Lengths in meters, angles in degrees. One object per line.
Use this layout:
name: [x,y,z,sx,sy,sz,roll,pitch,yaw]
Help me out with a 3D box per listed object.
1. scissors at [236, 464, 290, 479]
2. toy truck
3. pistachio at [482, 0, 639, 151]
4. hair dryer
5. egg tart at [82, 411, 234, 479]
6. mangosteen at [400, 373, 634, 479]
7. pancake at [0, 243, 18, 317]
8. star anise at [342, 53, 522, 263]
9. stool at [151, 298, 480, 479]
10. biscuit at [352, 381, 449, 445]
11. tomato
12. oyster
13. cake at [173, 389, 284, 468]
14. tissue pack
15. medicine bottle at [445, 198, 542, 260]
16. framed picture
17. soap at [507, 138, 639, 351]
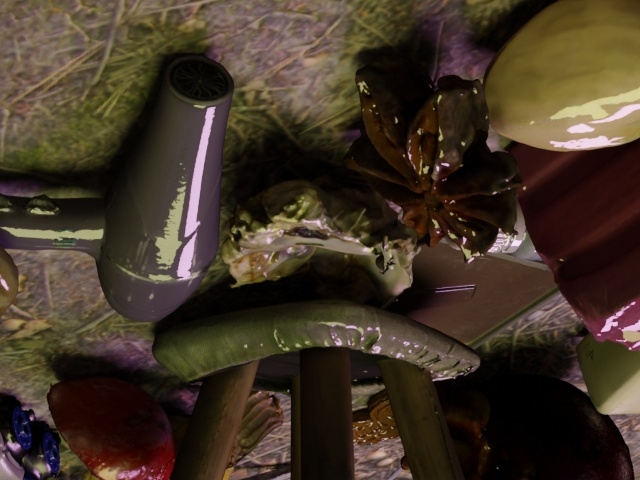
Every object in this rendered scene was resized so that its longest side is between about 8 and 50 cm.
scissors: [-0.180,0.360,2.060,0.360,0.191,0.029,-14,125,-33]
toy truck: [-0.404,0.308,1.802,0.161,0.177,0.213,-16,151,7]
pistachio: [0.242,-0.157,1.340,0.201,0.117,0.145,-10,112,16]
hair dryer: [-0.258,-0.047,1.341,0.361,0.121,0.301,3,139,-17]
egg tart: [-0.214,0.288,1.936,0.213,0.090,0.212,-12,151,-7]
mangosteen: [0.265,0.306,1.979,0.297,0.297,0.293,-22,112,15]
pancake: [-0.429,0.028,1.360,0.295,0.049,0.294,5,146,4]
star anise: [0.105,-0.078,1.367,0.099,0.214,0.220,-36,-162,-22]
stool: [-0.007,0.211,1.691,0.310,0.226,0.310,-13,157,40]
biscuit: [0.104,0.243,2.055,0.124,0.026,0.175,16,139,-40]
tomato: [-0.231,0.219,1.742,0.099,0.173,0.189,-34,148,0]
oyster: [0.003,-0.003,1.524,0.201,0.107,0.354,1,167,1]
cake: [-0.114,0.232,1.813,0.185,0.079,0.116,-25,-177,-22]
tissue pack: [0.453,0.121,1.888,0.159,0.125,0.234,0,147,-23]
medicine bottle: [0.231,-0.019,1.595,0.203,0.083,0.083,3,147,-27]
framed picture: [0.149,0.061,1.769,0.289,0.016,0.213,13,142,-39]
soap: [0.359,-0.074,1.404,0.128,0.233,0.359,10,143,-39]
